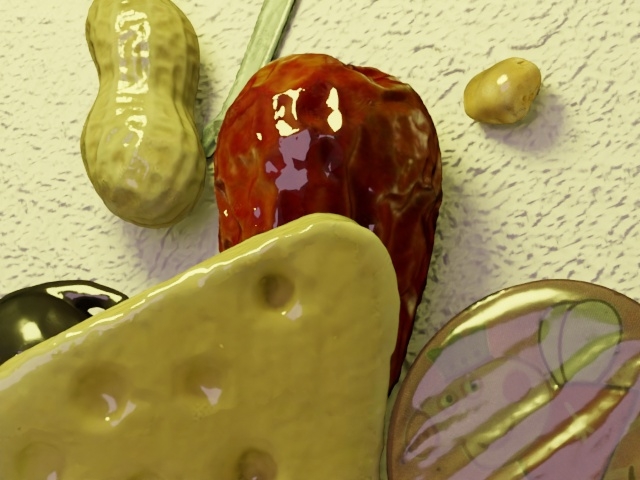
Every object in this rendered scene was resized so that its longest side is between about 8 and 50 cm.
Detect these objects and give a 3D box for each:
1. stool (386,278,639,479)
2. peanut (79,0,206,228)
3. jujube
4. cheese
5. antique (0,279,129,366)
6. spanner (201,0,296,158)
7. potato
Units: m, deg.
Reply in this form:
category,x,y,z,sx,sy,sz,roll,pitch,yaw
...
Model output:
category,x,y,z,sx,sy,sz,roll,pitch,yaw
stool,0.207,0.182,1.532,0.272,0.178,0.272,-9,68,23
peanut,-0.185,-0.146,1.880,0.136,0.120,0.298,-17,62,25
jujube,0.000,0.000,1.696,0.216,0.216,0.342,2,88,27
cheese,-0.118,0.162,1.558,0.383,0.104,0.384,-1,96,-7
antique,-0.254,0.194,1.717,0.255,0.185,0.322,22,87,6
spanner,-0.056,-0.215,1.899,0.071,0.017,0.302,15,79,30
potato,0.171,-0.141,1.737,0.083,0.068,0.062,2,112,41
